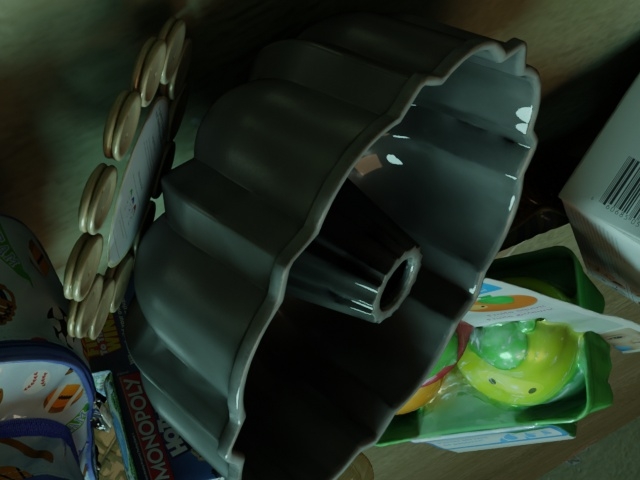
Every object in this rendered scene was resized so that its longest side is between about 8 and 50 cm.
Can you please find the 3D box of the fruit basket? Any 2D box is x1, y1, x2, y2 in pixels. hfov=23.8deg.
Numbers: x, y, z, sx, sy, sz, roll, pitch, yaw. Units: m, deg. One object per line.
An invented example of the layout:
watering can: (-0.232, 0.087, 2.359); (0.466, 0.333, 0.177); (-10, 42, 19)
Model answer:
fruit basket: (0.090, 0.098, 1.306); (0.327, 0.166, 0.353); (-13, 168, 34)

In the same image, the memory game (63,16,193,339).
memory game: (-0.104, -0.033, 0.831); (0.186, 0.012, 0.186); (17, 90, -86)

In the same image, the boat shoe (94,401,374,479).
boat shoe: (-0.111, 0.164, 1.259); (0.341, 0.110, 0.122); (28, 93, -37)

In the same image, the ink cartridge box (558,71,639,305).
ink cartridge box: (0.350, -0.079, 1.352); (0.272, 0.130, 0.309); (-56, 161, -4)

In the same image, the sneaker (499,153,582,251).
sneaker: (0.172, -0.028, 1.383); (0.192, 0.064, 0.086); (-16, 169, -45)

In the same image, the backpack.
backpack: (-0.245, 0.106, 0.867); (0.276, 0.213, 0.263); (-21, 148, -19)

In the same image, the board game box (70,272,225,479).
board game box: (-0.110, 0.095, 1.111); (0.194, 0.194, 0.060); (-10, 154, -16)

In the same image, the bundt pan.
bundt pan: (0.000, 0.000, 0.953); (0.331, 0.124, 0.331); (-45, 153, -31)
